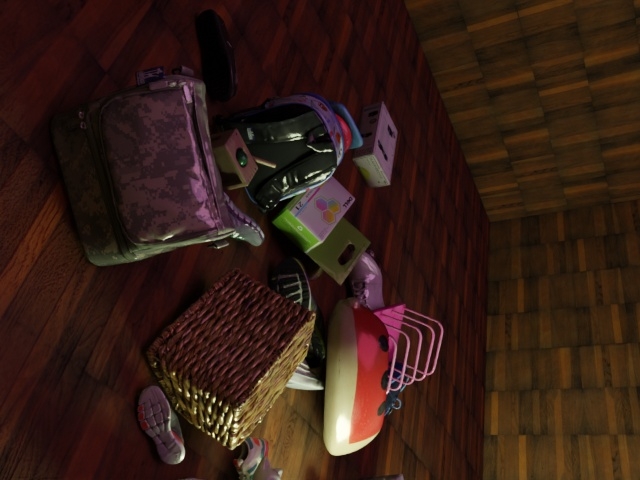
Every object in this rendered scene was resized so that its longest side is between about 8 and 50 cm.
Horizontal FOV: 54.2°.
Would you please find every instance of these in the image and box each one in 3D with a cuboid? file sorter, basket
[{"bbox_3d":[0.222,0.332,1.903,0.290,0.182,0.202,-6,110,-50],"label":"file sorter"},{"bbox_3d":[-0.182,0.244,1.296,0.299,0.223,0.213,-49,160,-42],"label":"basket"}]

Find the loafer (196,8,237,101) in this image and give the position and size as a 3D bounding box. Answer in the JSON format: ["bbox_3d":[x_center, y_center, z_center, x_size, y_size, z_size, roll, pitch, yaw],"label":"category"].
[{"bbox_3d":[-0.232,-0.439,1.495,0.078,0.080,0.220,-7,88,-63],"label":"loafer"}]

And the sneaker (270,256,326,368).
[{"bbox_3d":[-0.053,0.182,1.654,0.121,0.111,0.300,-56,136,-71],"label":"sneaker"}]

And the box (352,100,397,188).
[{"bbox_3d":[0.208,-0.358,2.336,0.169,0.087,0.290,53,37,-43],"label":"box"}]

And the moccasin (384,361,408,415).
[{"bbox_3d":[0.170,0.501,1.974,0.342,0.137,0.117,-30,113,-47],"label":"moccasin"}]

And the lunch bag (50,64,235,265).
[{"bbox_3d":[-0.288,-0.123,1.089,0.212,0.256,0.305,-22,101,-63],"label":"lunch bag"}]

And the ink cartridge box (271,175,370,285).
[{"bbox_3d":[0.028,-0.039,1.667,0.255,0.097,0.189,43,54,-8],"label":"ink cartridge box"}]

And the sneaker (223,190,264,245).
[{"bbox_3d":[-0.219,-0.033,1.425,0.224,0.083,0.098,47,63,-42],"label":"sneaker"}]

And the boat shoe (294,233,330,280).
[{"bbox_3d":[0.000,0.000,1.794,0.098,0.109,0.302,53,32,-42],"label":"boat shoe"}]

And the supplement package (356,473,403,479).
[{"bbox_3d":[0.153,0.783,1.740,0.262,0.145,0.204,28,51,-68],"label":"supplement package"}]

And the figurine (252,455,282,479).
[{"bbox_3d":[-0.121,0.587,1.313,0.209,0.092,0.215,-53,131,-30],"label":"figurine"}]

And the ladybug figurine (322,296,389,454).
[{"bbox_3d":[0.094,0.363,1.663,0.305,0.162,0.449,-84,176,-69],"label":"ladybug figurine"}]

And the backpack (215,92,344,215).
[{"bbox_3d":[-0.074,-0.235,1.541,0.276,0.263,0.213,67,30,-25],"label":"backpack"}]

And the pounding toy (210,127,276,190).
[{"bbox_3d":[-0.199,-0.180,1.410,0.130,0.141,0.100,63,31,-32],"label":"pounding toy"}]

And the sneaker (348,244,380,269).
[{"bbox_3d":[0.149,0.036,2.111,0.188,0.071,0.066,66,30,-28],"label":"sneaker"}]

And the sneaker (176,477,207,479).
[{"bbox_3d":[-0.231,0.494,1.119,0.268,0.153,0.101,14,70,-62],"label":"sneaker"}]

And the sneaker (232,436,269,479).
[{"bbox_3d":[-0.165,0.512,1.373,0.075,0.057,0.161,26,61,-33],"label":"sneaker"}]

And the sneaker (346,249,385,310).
[{"bbox_3d":[0.139,0.189,2.004,0.169,0.108,0.292,-57,133,-58],"label":"sneaker"}]

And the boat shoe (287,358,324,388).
[{"bbox_3d":[-0.074,0.317,1.565,0.267,0.096,0.088,31,59,-47],"label":"boat shoe"}]

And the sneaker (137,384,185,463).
[{"bbox_3d":[-0.296,0.339,1.170,0.065,0.061,0.158,-104,180,-78],"label":"sneaker"}]

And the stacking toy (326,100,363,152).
[{"bbox_3d":[-0.026,-0.253,1.805,0.166,0.175,0.302,57,49,-28],"label":"stacking toy"}]
